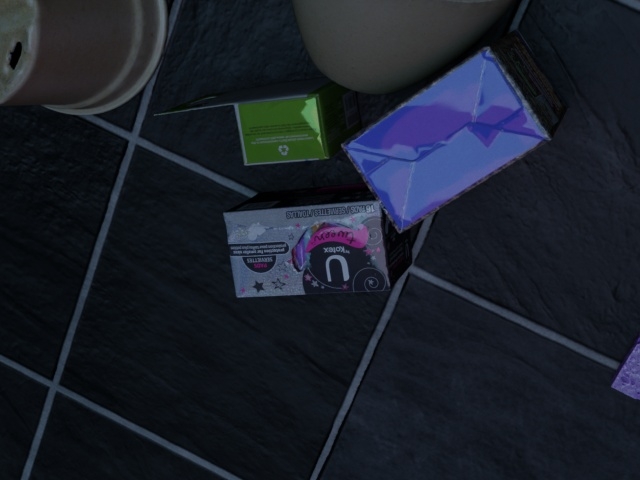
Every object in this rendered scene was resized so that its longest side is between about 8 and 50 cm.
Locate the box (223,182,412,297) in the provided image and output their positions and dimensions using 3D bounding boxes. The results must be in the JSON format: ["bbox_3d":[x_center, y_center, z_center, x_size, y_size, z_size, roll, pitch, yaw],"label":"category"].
[{"bbox_3d":[0.000,0.000,1.624,0.247,0.163,0.142,-5,102,18],"label":"box"}]

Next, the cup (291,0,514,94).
[{"bbox_3d":[0.090,-0.339,1.446,0.331,0.331,0.237,31,136,7],"label":"cup"}]

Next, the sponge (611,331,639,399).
[{"bbox_3d":[0.534,0.155,1.578,0.117,0.031,0.210,27,112,8],"label":"sponge"}]

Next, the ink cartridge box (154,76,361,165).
[{"bbox_3d":[-0.088,-0.176,1.590,0.255,0.189,0.097,-5,106,20],"label":"ink cartridge box"}]

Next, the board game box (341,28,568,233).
[{"bbox_3d":[0.193,-0.157,1.452,0.232,0.291,0.141,-33,93,22],"label":"board game box"}]

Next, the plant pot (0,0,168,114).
[{"bbox_3d":[-0.442,-0.328,1.590,0.334,0.305,0.333,5,107,16],"label":"plant pot"}]
